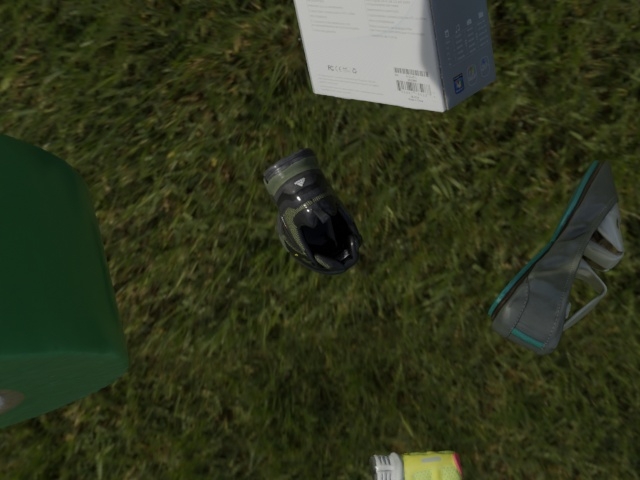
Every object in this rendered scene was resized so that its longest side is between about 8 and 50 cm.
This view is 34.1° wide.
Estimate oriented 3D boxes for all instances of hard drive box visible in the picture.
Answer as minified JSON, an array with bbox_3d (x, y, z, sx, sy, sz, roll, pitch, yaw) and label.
[{"bbox_3d":[0.060,-0.255,1.009,0.089,0.181,0.232,-35,125,-35],"label":"hard drive box"}]

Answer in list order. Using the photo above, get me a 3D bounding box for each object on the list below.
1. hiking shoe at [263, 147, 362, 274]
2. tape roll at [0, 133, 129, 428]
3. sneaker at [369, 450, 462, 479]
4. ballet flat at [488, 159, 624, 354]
[{"bbox_3d":[0.000,0.000,1.160,0.086,0.227,0.114,-28,59,1],"label":"hiking shoe"},{"bbox_3d":[-0.234,0.050,0.371,0.321,0.321,0.077,-17,80,2],"label":"tape roll"},{"bbox_3d":[0.113,0.268,0.970,0.094,0.081,0.208,-17,131,4],"label":"sneaker"},{"bbox_3d":[0.208,0.015,0.852,0.068,0.213,0.072,32,142,13],"label":"ballet flat"}]
